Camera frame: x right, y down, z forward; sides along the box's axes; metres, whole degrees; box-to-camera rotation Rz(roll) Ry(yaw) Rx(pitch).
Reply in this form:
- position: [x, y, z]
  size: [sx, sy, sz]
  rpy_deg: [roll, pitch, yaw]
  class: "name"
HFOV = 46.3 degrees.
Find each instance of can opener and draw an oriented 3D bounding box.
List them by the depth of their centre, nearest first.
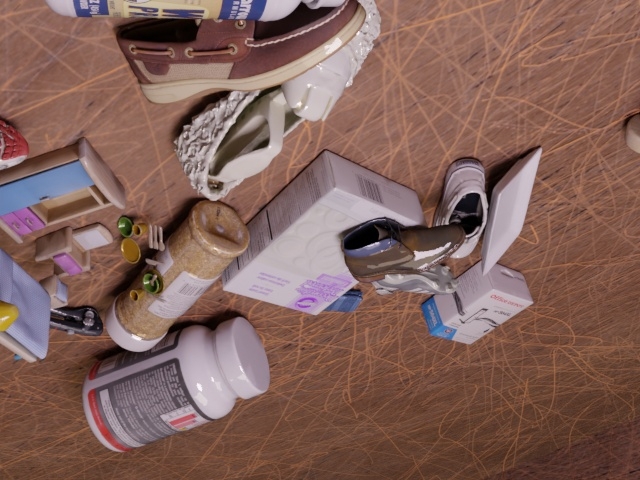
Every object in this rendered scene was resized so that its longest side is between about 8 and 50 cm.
- position: [-0.519, 0.156, 1.482]
  size: [0.186, 0.059, 0.073]
  rpy_deg: [18, 135, -36]
  class: "can opener"

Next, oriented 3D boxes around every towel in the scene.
- position: [0.030, 0.131, 1.646]
  size: [0.119, 0.029, 0.067]
  rpy_deg: [5, 141, -24]
  class: "towel"

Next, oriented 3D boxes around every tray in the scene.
- position: [0.359, -0.054, 1.452]
  size: [0.145, 0.030, 0.270]
  rpy_deg: [-46, 153, -25]
  class: "tray"

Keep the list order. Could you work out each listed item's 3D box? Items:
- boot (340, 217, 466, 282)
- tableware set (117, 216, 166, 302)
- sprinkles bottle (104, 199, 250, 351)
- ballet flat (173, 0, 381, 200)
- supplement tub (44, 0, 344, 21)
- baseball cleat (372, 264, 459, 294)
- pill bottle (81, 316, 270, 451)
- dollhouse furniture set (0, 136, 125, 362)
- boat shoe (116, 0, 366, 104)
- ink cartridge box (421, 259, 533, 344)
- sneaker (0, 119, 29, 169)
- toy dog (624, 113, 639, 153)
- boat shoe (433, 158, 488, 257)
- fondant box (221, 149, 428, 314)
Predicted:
- position: [0.141, 0.006, 1.309]
  size: [0.219, 0.082, 0.106]
  rpy_deg: [-21, 146, 12]
  class: "boot"
- position: [-0.320, 0.037, 1.322]
  size: [0.024, 0.104, 0.154]
  rpy_deg: [-27, 124, -54]
  class: "tableware set"
- position: [-0.273, 0.073, 1.394]
  size: [0.121, 0.121, 0.355]
  rpy_deg: [17, 134, -35]
  class: "sprinkles bottle"
- position: [-0.055, -0.194, 1.092]
  size: [0.147, 0.147, 0.409]
  rpy_deg: [24, 130, -40]
  class: "ballet flat"
- position: [-0.130, -0.346, 0.778]
  size: [0.316, 0.228, 0.228]
  rpy_deg: [-3, 143, -13]
  class: "supplement tub"
- position: [0.194, 0.084, 1.615]
  size: [0.206, 0.072, 0.109]
  rpy_deg: [16, 149, -28]
  class: "baseball cleat"
- position: [-0.309, 0.307, 1.623]
  size: [0.363, 0.210, 0.210]
  rpy_deg: [-21, 143, 12]
  class: "pill bottle"
- position: [-0.402, 0.049, 1.167]
  size: [0.198, 0.303, 0.286]
  rpy_deg: [-17, 144, 6]
  class: "dollhouse furniture set"
- position: [-0.113, -0.269, 0.951]
  size: [0.342, 0.123, 0.123]
  rpy_deg: [-5, 134, 29]
  class: "boat shoe"
- position: [0.358, 0.145, 1.719]
  size: [0.148, 0.086, 0.203]
  rpy_deg: [18, 135, -35]
  class: "ink cartridge box"
- position: [-0.534, -0.118, 1.098]
  size: [0.225, 0.088, 0.092]
  rpy_deg: [-8, 152, 6]
  class: "sneaker"
- position: [0.698, -0.218, 1.269]
  size: [0.334, 0.161, 0.220]
  rpy_deg: [-23, 143, 13]
  class: "toy dog"
- position: [0.274, -0.036, 1.433]
  size: [0.096, 0.088, 0.267]
  rpy_deg: [1, 142, -1]
  class: "boat shoe"
- position: [0.000, 0.000, 1.404]
  size: [0.238, 0.096, 0.330]
  rpy_deg: [20, 134, -37]
  class: "fondant box"
